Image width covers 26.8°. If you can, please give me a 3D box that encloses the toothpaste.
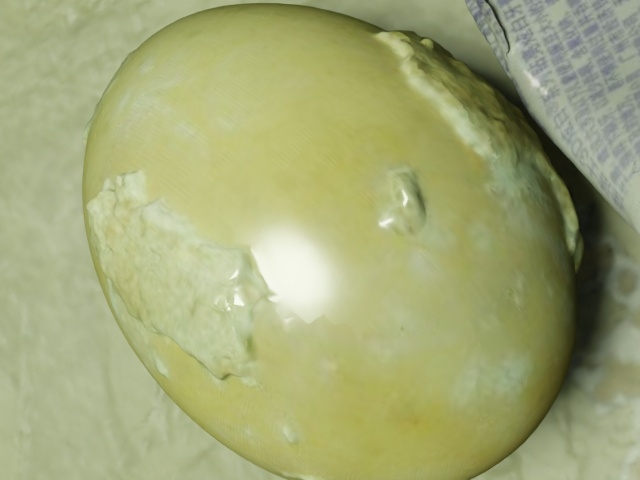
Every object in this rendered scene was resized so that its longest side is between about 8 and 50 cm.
[{"bbox_3d":[0.111,-0.079,0.469,0.099,0.068,0.282,-17,60,-5],"label":"toothpaste"}]

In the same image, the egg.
[{"bbox_3d":[0.002,-0.001,0.485,0.201,0.164,0.164,44,103,20],"label":"egg"}]
